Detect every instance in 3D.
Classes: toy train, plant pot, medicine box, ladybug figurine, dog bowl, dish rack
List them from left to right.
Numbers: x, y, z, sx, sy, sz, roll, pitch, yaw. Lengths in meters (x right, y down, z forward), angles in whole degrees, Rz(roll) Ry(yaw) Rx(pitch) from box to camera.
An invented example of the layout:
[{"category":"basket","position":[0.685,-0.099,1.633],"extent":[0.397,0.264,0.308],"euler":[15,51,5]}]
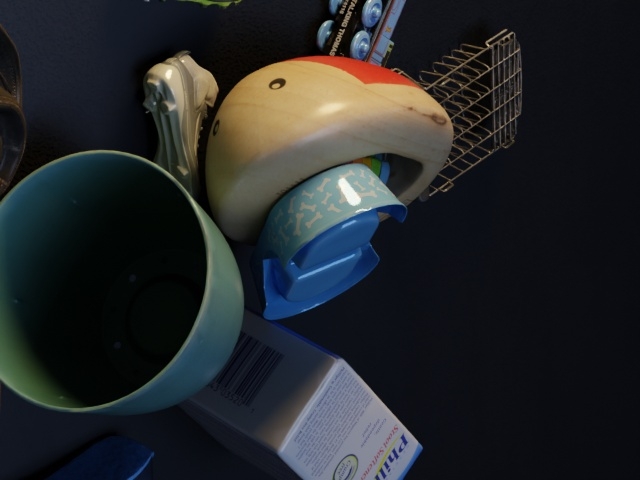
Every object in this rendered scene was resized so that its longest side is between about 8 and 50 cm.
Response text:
[{"category":"plant pot","position":[-0.222,0.070,1.871],"extent":[0.293,0.293,0.235],"euler":[-61,158,-4]},{"category":"medicine box","position":[-0.047,0.227,2.164],"extent":[0.149,0.263,0.289],"euler":[-55,142,-12]},{"category":"dog bowl","position":[0.000,0.000,1.988],"extent":[0.166,0.074,0.297],"euler":[-22,163,-21]},{"category":"ladybug figurine","position":[0.004,-0.119,2.057],"extent":[0.305,0.162,0.449],"euler":[-34,163,16]},{"category":"toy train","position":[0.061,-0.301,2.152],"extent":[0.105,0.080,0.184],"euler":[20,92,-62]},{"category":"dish rack","position":[0.198,-0.189,2.382],"extent":[0.271,0.074,0.208],"euler":[-34,135,-36]}]

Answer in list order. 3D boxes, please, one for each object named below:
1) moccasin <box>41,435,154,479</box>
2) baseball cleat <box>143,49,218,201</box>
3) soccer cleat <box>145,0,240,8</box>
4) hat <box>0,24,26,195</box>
[{"category":"moccasin","position":[-0.330,0.374,2.022],"extent":[0.342,0.138,0.117],"euler":[-26,133,-38]},{"category":"baseball cleat","position":[-0.160,-0.133,1.988],"extent":[0.109,0.072,0.206],"euler":[-40,140,-38]},{"category":"soccer cleat","position":[-0.150,-0.314,1.906],"extent":[0.179,0.060,0.072],"euler":[-3,111,-46]},{"category":"hat","position":[-0.394,-0.110,1.649],"extent":[0.331,0.134,0.331],"euler":[-31,133,-39]}]
